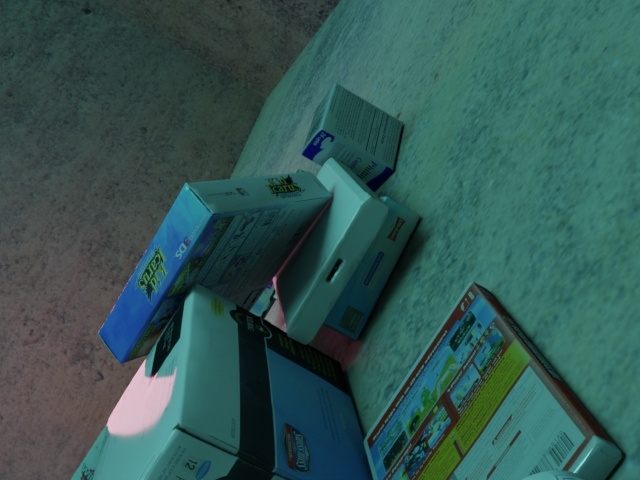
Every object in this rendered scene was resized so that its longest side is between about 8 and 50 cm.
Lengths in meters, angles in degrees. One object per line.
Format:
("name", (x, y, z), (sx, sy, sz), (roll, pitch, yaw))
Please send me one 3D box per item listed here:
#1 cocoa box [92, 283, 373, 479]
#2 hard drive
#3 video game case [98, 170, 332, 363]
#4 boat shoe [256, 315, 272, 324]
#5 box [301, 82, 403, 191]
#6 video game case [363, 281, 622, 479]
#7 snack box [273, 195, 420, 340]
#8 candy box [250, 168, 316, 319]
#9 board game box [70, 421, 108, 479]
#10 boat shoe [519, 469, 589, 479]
("cocoa box", (-0.102, 0.245, 0.857), (0.231, 0.228, 0.347), (-57, 15, 11))
("hard drive", (0.000, 0.000, 1.103), (0.203, 0.040, 0.307), (-59, 15, 9))
("video game case", (-0.138, 0.029, 1.047), (0.244, 0.061, 0.269), (-14, -34, -55))
("boat shoe", (-0.172, 0.195, 1.391), (0.340, 0.127, 0.158), (-50, 26, 40))
("box", (0.054, -0.166, 1.279), (0.072, 0.137, 0.126), (-48, 19, 45))
("video game case", (0.118, 0.171, 0.650), (0.204, 0.025, 0.285), (-59, 15, 13))
("snack box", (0.025, 0.031, 1.163), (0.187, 0.060, 0.322), (-62, 14, -5))
("candy box", (-0.072, 0.009, 1.385), (0.233, 0.071, 0.159), (-65, -3, 30))
("board game box", (-0.287, 0.386, 1.265), (0.303, 0.097, 0.224), (-55, -26, 19))
("boat shoe", (0.072, 0.267, 0.468), (0.302, 0.109, 0.094), (-55, 17, 15))
